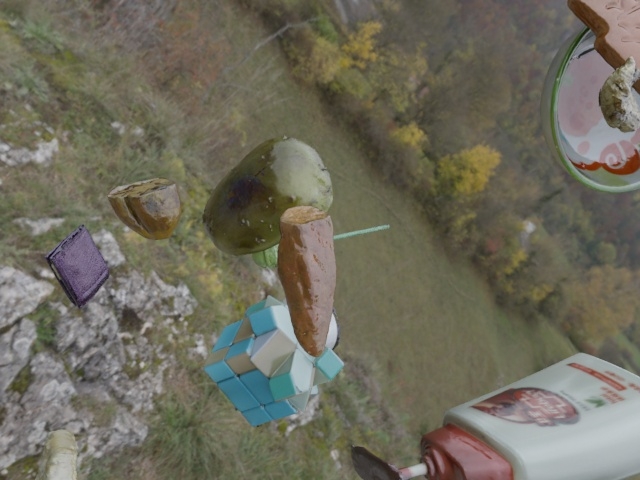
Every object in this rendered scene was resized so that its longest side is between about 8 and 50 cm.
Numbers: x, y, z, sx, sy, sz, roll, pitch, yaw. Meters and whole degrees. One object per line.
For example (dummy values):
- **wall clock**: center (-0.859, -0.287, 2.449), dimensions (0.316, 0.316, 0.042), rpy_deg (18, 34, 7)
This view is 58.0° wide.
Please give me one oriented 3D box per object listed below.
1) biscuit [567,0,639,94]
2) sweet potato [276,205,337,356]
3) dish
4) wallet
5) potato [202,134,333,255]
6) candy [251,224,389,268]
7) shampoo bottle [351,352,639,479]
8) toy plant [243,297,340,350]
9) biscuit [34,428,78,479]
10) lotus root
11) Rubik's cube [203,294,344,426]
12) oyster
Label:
- **biscuit**: center (0.473, -0.353, 0.855), dimensions (0.283, 0.043, 0.306), rpy_deg (-1, 76, -17)
- **sweet potato**: center (-0.022, 0.060, 0.930), dimensions (0.097, 0.097, 0.252), rpy_deg (13, 71, -55)
- **dish**: center (0.518, -0.256, 1.036), dimensions (0.324, 0.324, 0.124), rpy_deg (44, 1, -23)
- **wallet**: center (-0.519, 0.058, 1.253), dimensions (0.111, 0.030, 0.166), rpy_deg (-54, 152, -36)
- **potato**: center (-0.113, -0.084, 1.176), dimensions (0.173, 0.307, 0.210), rpy_deg (14, 47, -59)
- **candy**: center (0.000, 0.000, 1.366), dimensions (0.093, 0.335, 0.092), rpy_deg (81, -2, -51)
- **shampoo bottle**: center (0.176, 0.182, 0.537), dimensions (0.153, 0.284, 0.071), rpy_deg (-148, -130, -71)
- **toy plant**: center (-0.122, 0.290, 1.740), dimensions (0.332, 0.247, 0.247), rpy_deg (-16, 73, -49)
- **biscuit**: center (-0.506, 0.523, 1.086), dimensions (0.084, 0.281, 0.179), rpy_deg (13, 7, -28)
- **lotus root**: center (-0.523, -0.086, 1.747), dimensions (0.188, 0.199, 0.180), rpy_deg (31, -48, 58)
- **Rubik's cube**: center (-0.080, 0.248, 1.179), dimensions (0.265, 0.213, 0.224), rpy_deg (55, 26, -21)
- **oyster**: center (0.407, -0.185, 0.756), dimensions (0.083, 0.081, 0.038), rpy_deg (33, 16, -13)
